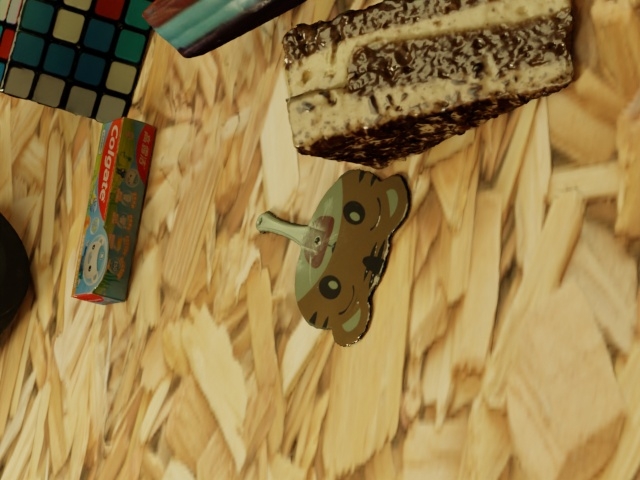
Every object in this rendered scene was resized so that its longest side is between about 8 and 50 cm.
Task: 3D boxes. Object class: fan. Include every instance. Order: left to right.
[{"bbox_3d":[0.000,0.000,1.557,0.226,0.008,0.152,22,95,57],"label":"fan"}]

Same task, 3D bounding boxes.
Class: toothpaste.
[{"bbox_3d":[-0.211,-0.032,1.869,0.070,0.044,0.193,-9,68,54],"label":"toothpaste"}]

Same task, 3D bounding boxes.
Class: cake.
[{"bbox_3d":[0.103,-0.135,1.430,0.246,0.135,0.112,-13,75,23],"label":"cake"}]

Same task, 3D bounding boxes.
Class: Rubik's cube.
[{"bbox_3d":[-0.295,-0.223,1.983,0.155,0.154,0.151,22,95,59],"label":"Rubik's cube"}]

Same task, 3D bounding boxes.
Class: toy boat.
[{"bbox_3d":[-0.018,-0.265,1.621,0.392,0.136,0.079,-24,85,46],"label":"toy boat"}]

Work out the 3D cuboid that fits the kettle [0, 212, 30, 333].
[{"bbox_3d":[-0.499,0.082,2.137,0.324,0.228,0.321,-52,11,37],"label":"kettle"}]
